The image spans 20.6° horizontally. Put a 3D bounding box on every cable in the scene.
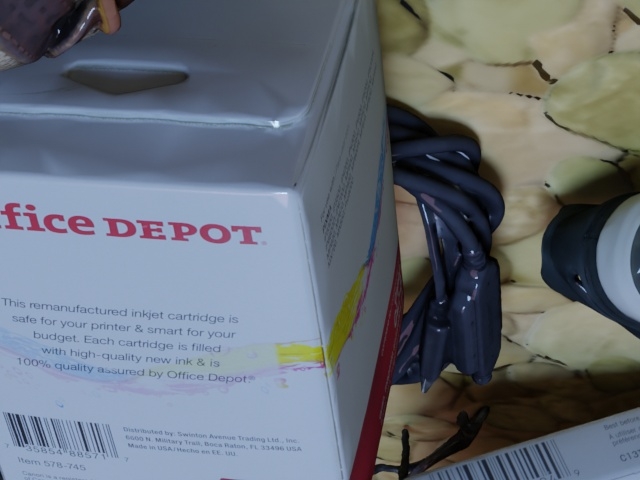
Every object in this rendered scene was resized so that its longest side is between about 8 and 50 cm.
[{"bbox_3d":[0.000,0.000,0.725,0.150,0.047,0.184,7,143,16],"label":"cable"}]

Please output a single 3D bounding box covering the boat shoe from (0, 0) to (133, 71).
[{"bbox_3d":[-0.078,-0.097,0.482,0.342,0.123,0.123,-10,147,25],"label":"boat shoe"}]

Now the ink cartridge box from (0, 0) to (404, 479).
[{"bbox_3d":[-0.046,0.000,0.598,0.128,0.127,0.176,4,136,11],"label":"ink cartridge box"}]

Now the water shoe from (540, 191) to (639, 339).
[{"bbox_3d":[0.181,0.024,0.726,0.203,0.073,0.080,25,172,-30],"label":"water shoe"}]

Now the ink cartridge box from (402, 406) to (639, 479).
[{"bbox_3d":[0.147,0.159,0.868,0.206,0.045,0.208,-16,138,-7],"label":"ink cartridge box"}]

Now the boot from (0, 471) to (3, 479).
[{"bbox_3d":[-0.245,0.068,0.838,0.222,0.118,0.338,14,139,-8],"label":"boot"}]

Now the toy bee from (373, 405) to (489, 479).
[{"bbox_3d":[-0.076,0.123,0.822,0.162,0.298,0.195,47,122,4],"label":"toy bee"}]
